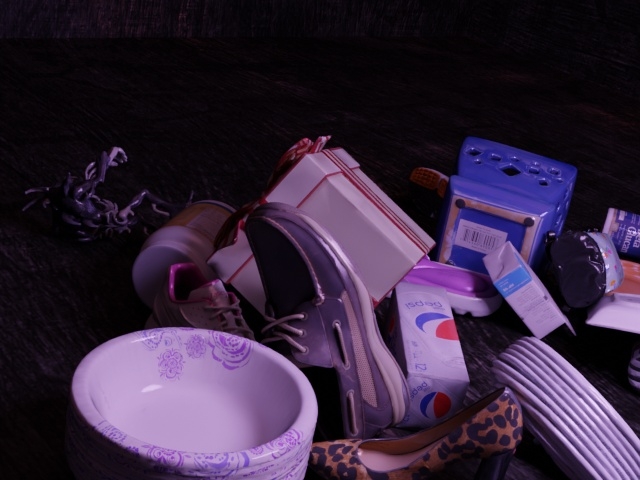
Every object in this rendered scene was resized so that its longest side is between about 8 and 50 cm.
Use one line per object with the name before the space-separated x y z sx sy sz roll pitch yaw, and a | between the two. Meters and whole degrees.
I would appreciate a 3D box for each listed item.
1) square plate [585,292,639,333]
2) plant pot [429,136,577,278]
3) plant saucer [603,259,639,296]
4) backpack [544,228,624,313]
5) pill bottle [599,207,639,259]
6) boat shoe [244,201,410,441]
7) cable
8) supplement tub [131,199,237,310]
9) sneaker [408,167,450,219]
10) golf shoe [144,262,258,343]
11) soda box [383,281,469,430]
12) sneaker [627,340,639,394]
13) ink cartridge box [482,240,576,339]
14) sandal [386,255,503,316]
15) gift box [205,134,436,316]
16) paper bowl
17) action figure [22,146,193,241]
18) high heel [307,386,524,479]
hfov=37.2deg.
square plate | 0.624 0.134 1.591 0.344 0.049 0.347 8 2 16
plant pot | 0.340 -0.036 1.823 0.236 0.235 0.212 18 31 15
plant saucer | 0.587 0.085 1.864 0.200 0.037 0.200 5 20 -2
backpack | 0.483 0.049 1.724 0.115 0.151 0.182 -10 -3 24
pill bottle | 0.696 -0.005 2.062 0.170 0.094 0.094 16 24 13
boat shoe | -0.004 0.119 1.231 0.130 0.355 0.132 -38 15 -37
cable | 0.324 0.238 1.218 0.257 0.089 0.257 48 -2 44
supplement tub | -0.207 0.029 1.543 0.144 0.144 0.199 16 25 11
sneaker | 0.314 -0.082 2.093 0.262 0.099 0.121 33 24 26
golf shoe | -0.142 0.141 1.331 0.115 0.140 0.306 -13 35 -44
soda box | 0.154 0.169 1.442 0.091 0.098 0.286 9 23 -4
sneaker | 0.647 0.208 1.561 0.282 0.106 0.162 14 21 8
ink cartridge box | 0.366 0.100 1.667 0.180 0.060 0.104 49 14 -20
sandal | 0.131 0.032 1.728 0.417 0.102 0.169 12 24 3
gift box | 0.000 0.000 1.413 0.258 0.255 0.276 44 10 6
paper bowl | -0.153 0.230 1.113 0.284 0.148 0.284 9 24 -4
action figure | -0.374 -0.067 1.678 0.276 0.164 0.140 15 42 -13
high heel | 0.111 0.234 1.168 0.261 0.186 0.093 11 27 2
